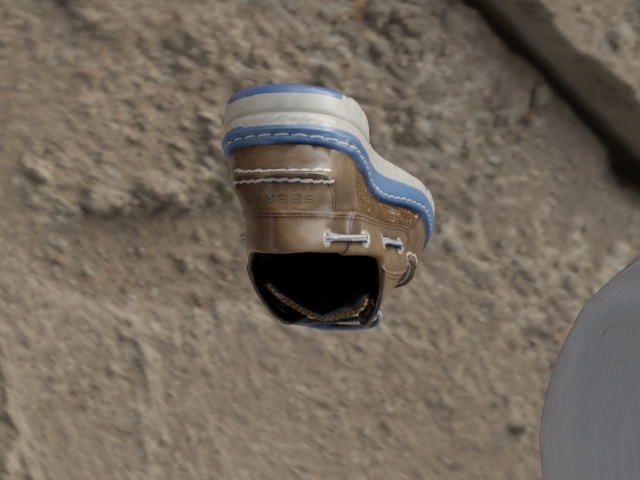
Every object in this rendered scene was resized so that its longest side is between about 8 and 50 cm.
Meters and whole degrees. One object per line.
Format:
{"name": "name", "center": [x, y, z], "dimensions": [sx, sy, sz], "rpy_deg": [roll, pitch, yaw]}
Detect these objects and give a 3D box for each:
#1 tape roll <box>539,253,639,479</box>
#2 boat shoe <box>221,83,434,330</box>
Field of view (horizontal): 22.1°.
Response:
{"name": "tape roll", "center": [0.214, 0.092, 0.750], "dimensions": [0.072, 0.219, 0.219], "rpy_deg": [-26, 119, -62]}
{"name": "boat shoe", "center": [0.000, 0.000, 0.631], "dimensions": [0.183, 0.066, 0.066], "rpy_deg": [41, 51, -67]}
